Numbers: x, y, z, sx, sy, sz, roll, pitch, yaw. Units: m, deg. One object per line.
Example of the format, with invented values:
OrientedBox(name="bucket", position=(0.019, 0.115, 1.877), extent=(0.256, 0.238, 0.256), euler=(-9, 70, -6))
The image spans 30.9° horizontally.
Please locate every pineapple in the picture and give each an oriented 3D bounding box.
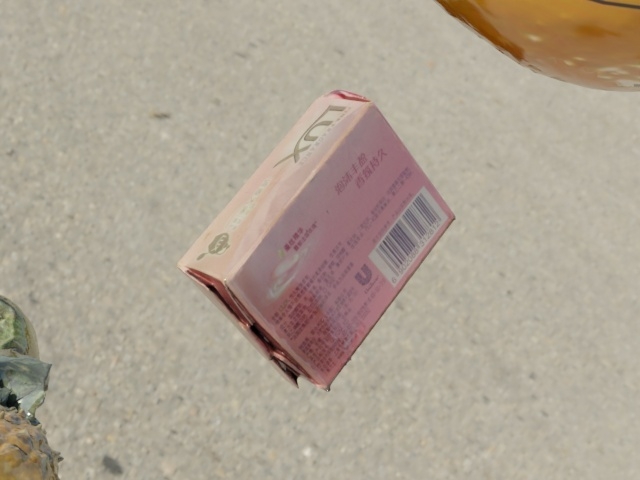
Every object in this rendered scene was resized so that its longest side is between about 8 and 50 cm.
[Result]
OrientedBox(name="pineapple", position=(-0.252, 0.147, 0.854), extent=(0.119, 0.111, 0.237), euler=(32, 3, -26))

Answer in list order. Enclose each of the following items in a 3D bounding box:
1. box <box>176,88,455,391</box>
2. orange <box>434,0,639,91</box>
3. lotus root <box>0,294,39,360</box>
OrientedBox(name="box", position=(0.000, 0.000, 0.703), extent=(0.060, 0.156, 0.111), euler=(15, -30, 51))
OrientedBox(name="orange", position=(0.108, -0.161, 0.375), extent=(0.182, 0.234, 0.234), euler=(-14, 48, -34))
OrientedBox(name="lotus root", position=(-0.427, 0.125, 1.406), extent=(0.183, 0.078, 0.203), euler=(1, 54, -26))
